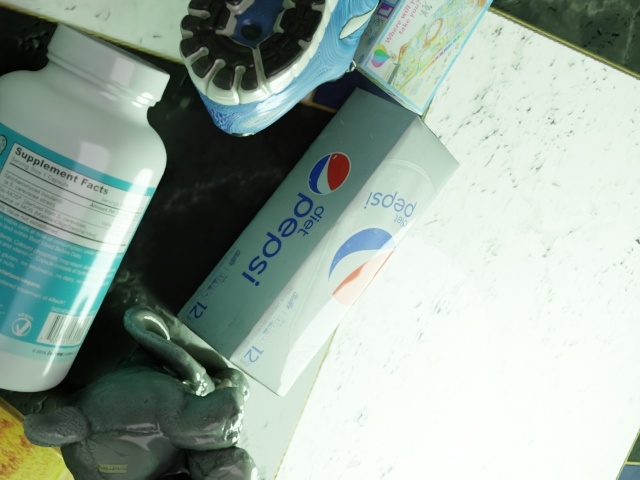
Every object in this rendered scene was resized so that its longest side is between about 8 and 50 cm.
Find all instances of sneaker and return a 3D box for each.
[{"bbox_3d":[-0.006,-0.223,1.031,0.330,0.130,0.147,-53,170,-21],"label":"sneaker"}]

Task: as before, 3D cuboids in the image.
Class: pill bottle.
[{"bbox_3d":[-0.213,-0.028,0.933,0.146,0.146,0.264,21,98,-43],"label":"pill bottle"}]

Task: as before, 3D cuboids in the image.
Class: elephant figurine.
[{"bbox_3d":[-0.150,0.145,1.074,0.169,0.239,0.186,-17,118,-4],"label":"elephant figurine"}]

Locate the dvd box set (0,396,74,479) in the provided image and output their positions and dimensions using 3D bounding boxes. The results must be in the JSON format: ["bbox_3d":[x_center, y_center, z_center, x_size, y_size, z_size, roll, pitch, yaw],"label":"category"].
[{"bbox_3d":[-0.324,0.309,1.077,0.307,0.062,0.420,-46,133,-10],"label":"dvd box set"}]

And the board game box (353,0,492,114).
[{"bbox_3d":[0.102,-0.212,1.174,0.103,0.026,0.154,31,91,-44],"label":"board game box"}]

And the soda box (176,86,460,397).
[{"bbox_3d":[0.000,0.000,1.155,0.286,0.098,0.091,-52,134,-5],"label":"soda box"}]
